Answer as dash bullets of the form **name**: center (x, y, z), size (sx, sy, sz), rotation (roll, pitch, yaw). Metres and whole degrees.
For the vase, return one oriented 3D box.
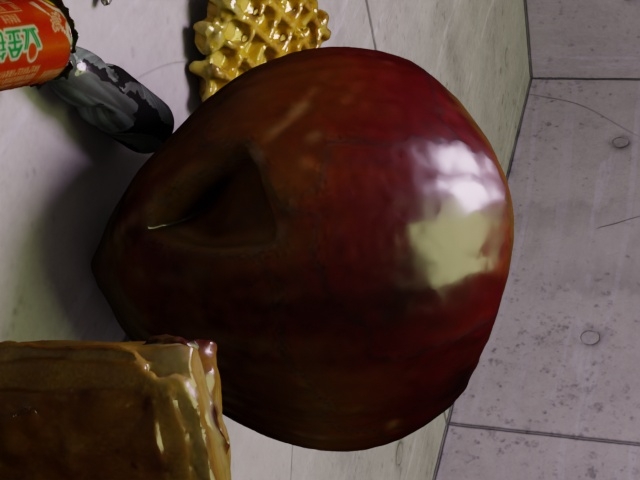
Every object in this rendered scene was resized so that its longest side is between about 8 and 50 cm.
- **vase**: center (-0.200, -0.135, 1.039), size (0.211, 0.059, 0.060), rotation (37, 58, -69)

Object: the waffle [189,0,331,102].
- **waffle**: center (-0.068, -0.220, 1.362), size (0.253, 0.056, 0.249), rotation (-52, 146, -38)

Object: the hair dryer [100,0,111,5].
- **hair dryer**: center (-0.177, -0.290, 1.129), size (0.155, 0.044, 0.183), rotation (43, 57, -65)

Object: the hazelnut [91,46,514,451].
- **hazelnut**: center (0.000, 0.000, 1.121), size (0.429, 0.401, 0.402), rotation (87, 12, -72)

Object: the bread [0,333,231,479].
- **bread**: center (-0.174, 0.213, 0.866), size (0.167, 0.277, 0.325), rotation (-45, 132, -69)

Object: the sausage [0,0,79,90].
- **sausage**: center (-0.272, -0.131, 0.815), size (0.264, 0.083, 0.083), rotation (-37, 128, -66)
